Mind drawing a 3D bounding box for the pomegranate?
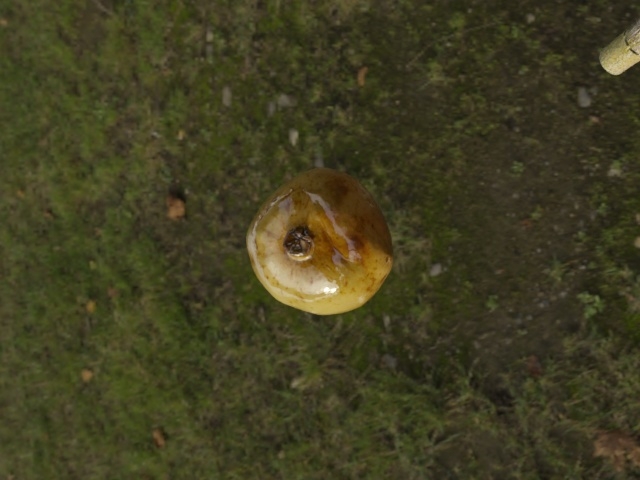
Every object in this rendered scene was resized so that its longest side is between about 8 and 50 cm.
[{"bbox_3d":[0.000,0.000,1.271,0.215,0.215,0.215,10,103,50],"label":"pomegranate"}]

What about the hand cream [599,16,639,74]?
[{"bbox_3d":[0.465,-0.292,1.217,0.203,0.084,0.084,-43,62,58],"label":"hand cream"}]
